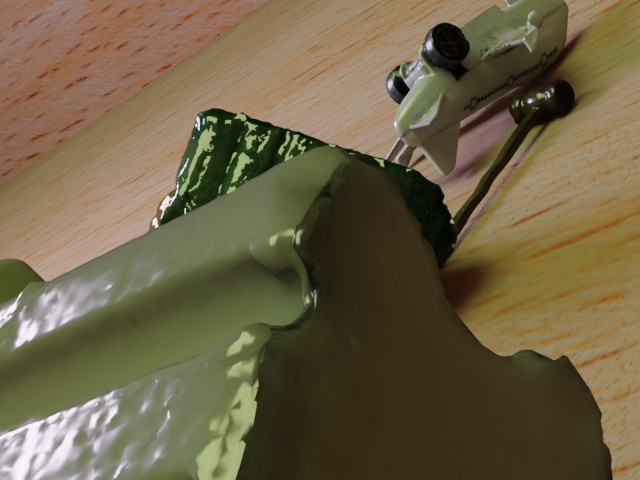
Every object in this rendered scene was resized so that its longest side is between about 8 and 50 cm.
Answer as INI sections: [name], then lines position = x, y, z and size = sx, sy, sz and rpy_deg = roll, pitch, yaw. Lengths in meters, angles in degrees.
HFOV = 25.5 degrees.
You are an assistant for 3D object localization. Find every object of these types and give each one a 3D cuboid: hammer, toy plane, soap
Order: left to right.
[soap]
position = -0.119, 0.197, 0.595
size = 0.435, 0.213, 0.350
rpy_deg = -26, 33, 34
[hammer]
position = 0.120, -0.029, 1.131
size = 0.058, 0.029, 0.292
rpy_deg = -21, 26, 53
[toy plane]
position = 0.142, -0.160, 1.282
size = 0.255, 0.101, 0.251
rpy_deg = -46, 2, -30

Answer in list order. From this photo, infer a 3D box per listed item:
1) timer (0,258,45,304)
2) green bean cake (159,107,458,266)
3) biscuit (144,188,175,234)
[timer]
position = -0.435, 0.070, 1.475
size = 0.291, 0.315, 0.291
rpy_deg = -37, -4, -3
[green bean cake]
position = 0.000, 0.000, 1.073
size = 0.208, 0.193, 0.107
rpy_deg = 15, 71, 21
[biscuit]
position = -0.092, -0.007, 1.405
size = 0.170, 0.050, 0.170
rpy_deg = -18, -27, -9
